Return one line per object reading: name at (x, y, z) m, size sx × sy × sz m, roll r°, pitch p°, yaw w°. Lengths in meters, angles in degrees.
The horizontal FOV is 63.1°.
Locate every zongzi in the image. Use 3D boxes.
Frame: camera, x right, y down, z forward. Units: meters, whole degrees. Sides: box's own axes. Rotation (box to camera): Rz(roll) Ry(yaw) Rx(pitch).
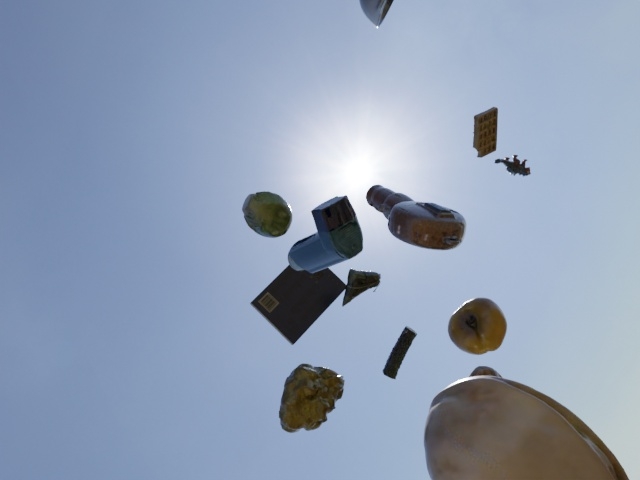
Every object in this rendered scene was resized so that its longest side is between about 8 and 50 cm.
zongzi at (0.125, 0.147, 1.577) m, size 0.109 × 0.055 × 0.119 m, roll 5°, pitch -71°, yaw -26°

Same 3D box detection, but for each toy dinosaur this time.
toy dinosaur at (0.581, -0.225, 1.568) m, size 0.154 × 0.049 × 0.055 m, roll 11°, pitch -96°, yaw -28°

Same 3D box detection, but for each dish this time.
dish at (0.138, -0.589, 1.124) m, size 0.228 × 0.086 × 0.236 m, roll -63°, pitch 1°, yaw 29°

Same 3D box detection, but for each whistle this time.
whistle at (0.132, -0.039, 0.754) m, size 0.107 × 0.220 × 0.057 m, roll 0°, pitch -71°, yaw -23°

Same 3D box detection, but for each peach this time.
peach at (0.467, 0.258, 1.553) m, size 0.103 × 0.179 × 0.179 m, roll 31°, pitch -84°, yaw -38°

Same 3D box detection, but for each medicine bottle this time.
medicine bottle at (0.000, 0.000, 1.100) m, size 0.079 × 0.124 × 0.258 m, roll -34°, pitch 2°, yaw -30°

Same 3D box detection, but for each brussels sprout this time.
brussels sprout at (-0.156, -0.074, 1.527) m, size 0.155 × 0.155 × 0.118 m, roll 63°, pitch -146°, yaw -47°

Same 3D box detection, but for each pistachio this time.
pistachio at (0.287, 0.338, 0.740) m, size 0.229 × 0.321 × 0.238 m, roll -6°, pitch -49°, yaw -48°

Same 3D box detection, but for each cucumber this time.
cucumber at (0.276, 0.390, 1.823) m, size 0.058 × 0.058 × 0.187 m, roll 30°, pitch -94°, yaw -49°

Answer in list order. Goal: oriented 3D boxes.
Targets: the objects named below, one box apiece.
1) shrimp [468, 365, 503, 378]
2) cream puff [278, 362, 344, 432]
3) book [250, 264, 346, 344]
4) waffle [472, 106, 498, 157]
shrimp at (0.432, 0.436, 1.280) m, size 0.145 × 0.254 × 0.059 m, roll 3°, pitch -22°, yaw -32°
cream puff at (-0.015, 0.328, 1.073) m, size 0.146 × 0.116 × 0.146 m, roll 7°, pitch -90°, yaw -79°
book at (-0.067, 0.176, 1.681) m, size 0.269 × 0.191 × 0.025 m, roll -45°, pitch -4°, yaw -23°
waffle at (0.468, -0.303, 1.480) m, size 0.092 × 0.021 × 0.135 m, roll -27°, pitch -53°, yaw -26°
